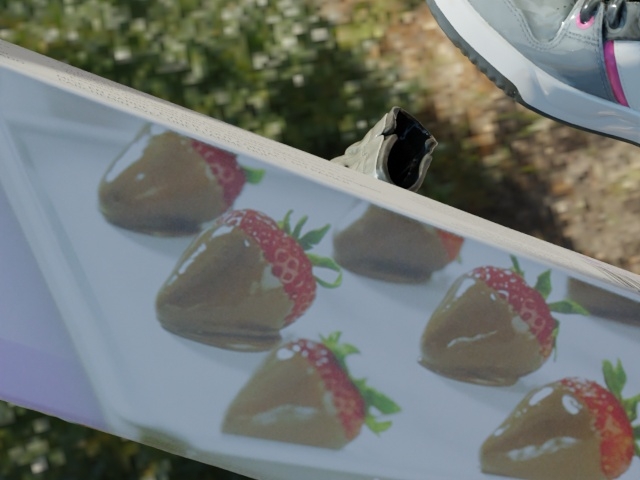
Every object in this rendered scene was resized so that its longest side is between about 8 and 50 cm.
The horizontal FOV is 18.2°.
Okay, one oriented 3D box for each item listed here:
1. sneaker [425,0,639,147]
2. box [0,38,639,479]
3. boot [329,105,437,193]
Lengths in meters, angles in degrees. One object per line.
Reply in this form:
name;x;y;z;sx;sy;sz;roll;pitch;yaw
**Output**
sneaker;0.203;-0.118;0.987;0.295;0.124;0.178;30;132;9
box;-0.057;-0.004;0.404;0.063;0.324;0.067;-69;18;5
boot;0.000;0.000;1.384;0.083;0.246;0.161;40;121;-12
